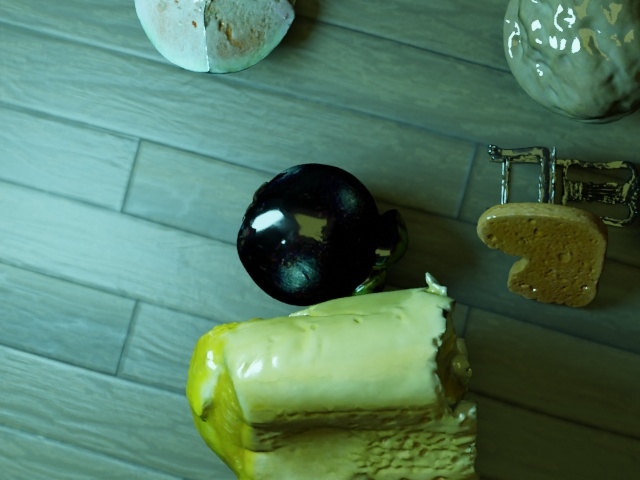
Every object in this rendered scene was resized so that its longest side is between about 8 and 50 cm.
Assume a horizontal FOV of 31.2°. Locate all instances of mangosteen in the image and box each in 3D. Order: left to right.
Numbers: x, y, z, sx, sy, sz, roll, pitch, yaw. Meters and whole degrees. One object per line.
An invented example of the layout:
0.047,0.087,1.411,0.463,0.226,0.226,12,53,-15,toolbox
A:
0.000,0.000,1.648,0.242,0.243,0.243,0,86,4,mangosteen

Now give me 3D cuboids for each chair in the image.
0.357,-0.078,1.679,0.229,0.113,0.106,2,88,8,chair

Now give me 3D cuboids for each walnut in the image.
0.379,-0.299,1.615,0.227,0.273,0.273,-22,84,37,walnut

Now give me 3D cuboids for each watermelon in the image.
-0.147,-0.391,1.730,0.188,0.175,0.322,11,78,49,watermelon

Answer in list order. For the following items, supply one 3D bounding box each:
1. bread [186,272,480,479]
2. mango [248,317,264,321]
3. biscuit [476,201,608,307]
0.014,0.212,1.586,0.394,0.250,0.361,-5,128,6,bread
-0.088,0.160,1.725,0.060,0.046,0.089,-25,89,2,mango
0.316,0.018,1.652,0.186,0.192,0.036,4,46,6,biscuit
